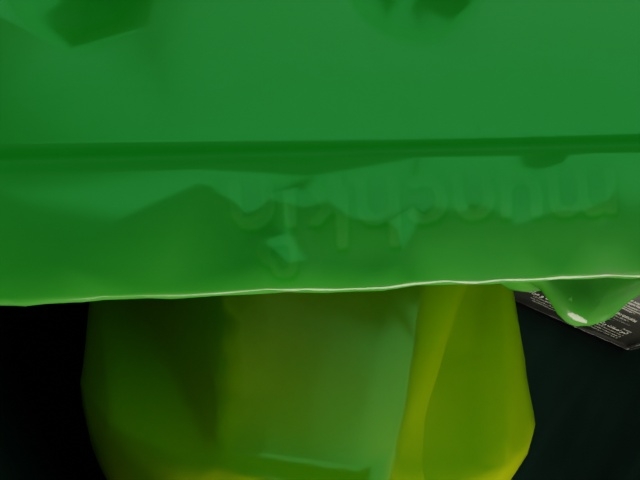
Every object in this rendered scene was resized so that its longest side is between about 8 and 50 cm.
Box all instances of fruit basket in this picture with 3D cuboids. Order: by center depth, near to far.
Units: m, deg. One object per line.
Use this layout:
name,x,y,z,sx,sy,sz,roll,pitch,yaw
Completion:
fruit basket,0.000,0.000,0.466,0.392,0.283,0.392,-2,103,-10

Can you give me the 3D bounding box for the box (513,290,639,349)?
box,0.080,-0.117,0.743,0.322,0.079,0.257,24,59,-24
